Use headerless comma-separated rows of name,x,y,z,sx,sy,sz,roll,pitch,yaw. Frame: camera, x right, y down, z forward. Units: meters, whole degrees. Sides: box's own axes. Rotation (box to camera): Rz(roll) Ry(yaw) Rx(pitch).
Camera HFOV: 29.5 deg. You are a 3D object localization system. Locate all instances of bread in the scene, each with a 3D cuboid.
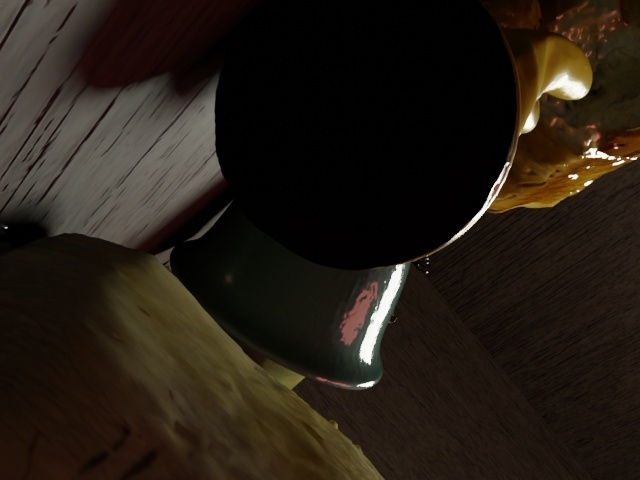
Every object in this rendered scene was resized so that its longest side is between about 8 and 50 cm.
bread,0.194,-0.139,1.049,0.148,0.195,0.344,-3,168,-13

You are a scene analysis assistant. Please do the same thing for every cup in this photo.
cup,0.000,0.000,0.966,0.150,0.199,0.199,-59,174,14

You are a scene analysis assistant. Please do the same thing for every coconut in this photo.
coconut,-0.115,0.222,0.517,0.404,0.405,0.404,-40,179,-1

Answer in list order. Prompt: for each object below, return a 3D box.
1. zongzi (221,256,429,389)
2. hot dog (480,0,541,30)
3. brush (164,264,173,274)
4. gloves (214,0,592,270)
zongzi,-0.021,0.027,1.533,0.447,0.181,0.418,-44,-169,34
hot dog,0.084,-0.117,0.819,0.162,0.082,0.270,-38,180,21
brush,-0.164,0.052,0.964,0.062,0.027,0.266,-40,175,11
gloves,0.060,-0.056,0.587,0.133,0.116,0.294,-9,-179,18
